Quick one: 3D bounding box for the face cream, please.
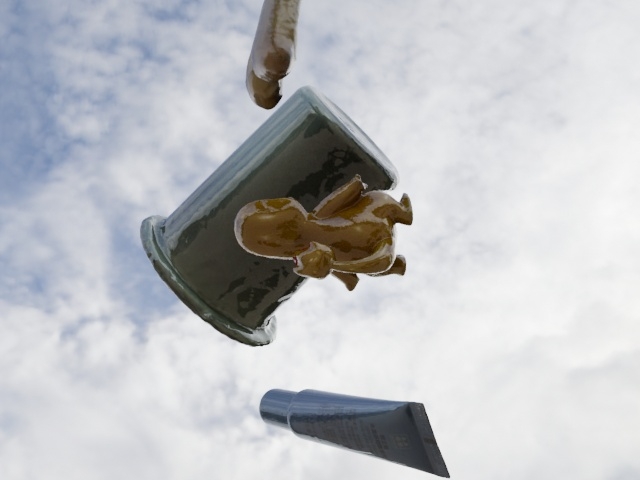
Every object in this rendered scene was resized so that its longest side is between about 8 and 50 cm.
[{"bbox_3d":[0.042,0.300,1.277,0.086,0.385,0.136,-34,-69,-38],"label":"face cream"}]

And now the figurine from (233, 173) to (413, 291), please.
[{"bbox_3d":[-0.003,0.001,0.749,0.176,0.122,0.121,7,-66,12],"label":"figurine"}]

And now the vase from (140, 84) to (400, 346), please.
[{"bbox_3d":[-0.051,-0.040,1.016,0.291,0.245,0.245,-44,-59,11],"label":"vase"}]

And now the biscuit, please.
[{"bbox_3d":[-0.036,-0.252,0.798,0.047,0.164,0.208,12,-96,-10],"label":"biscuit"}]
